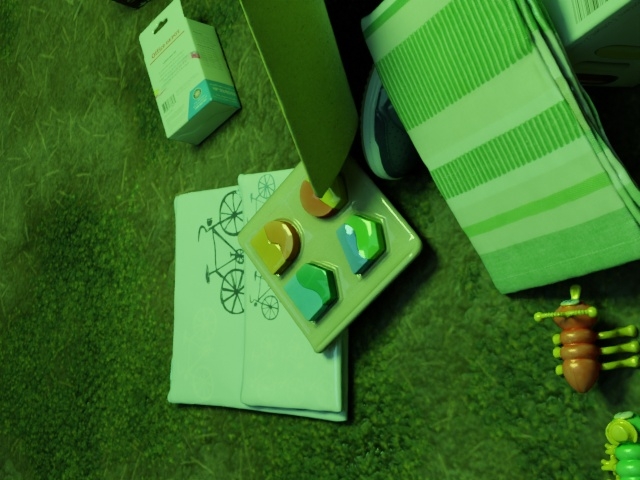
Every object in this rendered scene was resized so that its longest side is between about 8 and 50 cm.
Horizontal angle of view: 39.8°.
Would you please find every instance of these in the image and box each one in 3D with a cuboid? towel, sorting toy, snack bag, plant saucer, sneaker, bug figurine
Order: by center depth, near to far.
[{"bbox_3d":[0.326,0.127,0.784,0.279,0.072,0.216,-17,75,39],"label":"bug figurine"},{"bbox_3d":[0.166,-0.110,0.834,0.325,0.038,0.248,59,154,-2],"label":"towel"},{"bbox_3d":[0.147,-0.190,0.954,0.153,0.099,0.282,22,98,42],"label":"sneaker"},{"bbox_3d":[-0.045,-0.270,0.987,0.081,0.333,0.333,-20,47,2],"label":"plant saucer"},{"bbox_3d":[0.000,0.000,1.063,0.193,0.038,0.208,-47,61,22],"label":"sorting toy"},{"bbox_3d":[-0.096,0.067,1.185,0.342,0.037,0.323,-4,84,41],"label":"snack bag"}]

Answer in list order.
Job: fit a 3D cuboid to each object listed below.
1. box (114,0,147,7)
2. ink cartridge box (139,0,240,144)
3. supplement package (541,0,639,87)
[{"bbox_3d":[-0.302,-0.493,1.331,0.168,0.167,0.203,-18,74,40],"label":"box"},{"bbox_3d":[-0.192,-0.245,1.280,0.104,0.061,0.181,-33,66,34],"label":"ink cartridge box"},{"bbox_3d":[0.276,-0.273,0.750,0.262,0.145,0.204,146,119,-66],"label":"supplement package"}]
